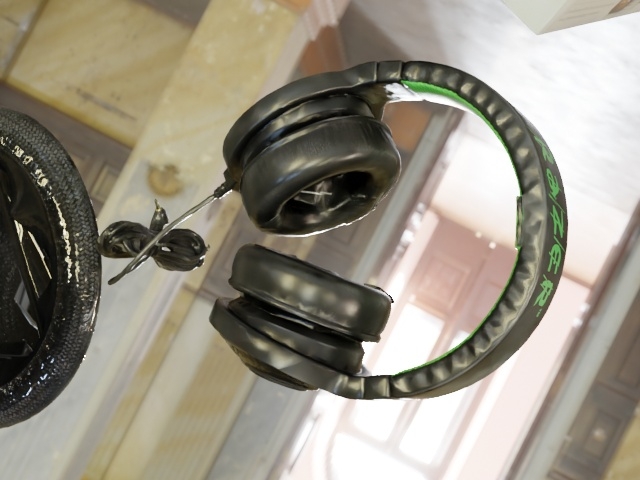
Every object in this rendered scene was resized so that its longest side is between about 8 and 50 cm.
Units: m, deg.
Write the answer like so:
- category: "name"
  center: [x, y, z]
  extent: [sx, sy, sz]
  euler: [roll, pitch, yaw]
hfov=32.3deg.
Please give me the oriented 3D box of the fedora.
- category: "fedora"
  center: [-0.339, 0.028, 1.174]
  extent: [0.334, 0.334, 0.152]
  euler: [26, -173, 16]

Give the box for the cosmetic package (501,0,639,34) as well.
- category: "cosmetic package"
  center: [0.339, -0.347, 1.077]
  extent: [0.097, 0.284, 0.377]
  euler: [46, -147, 12]

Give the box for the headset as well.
- category: "headset"
  center: [0.000, 0.000, 0.855]
  extent: [0.394, 0.243, 0.185]
  euler: [-1, 169, 28]
